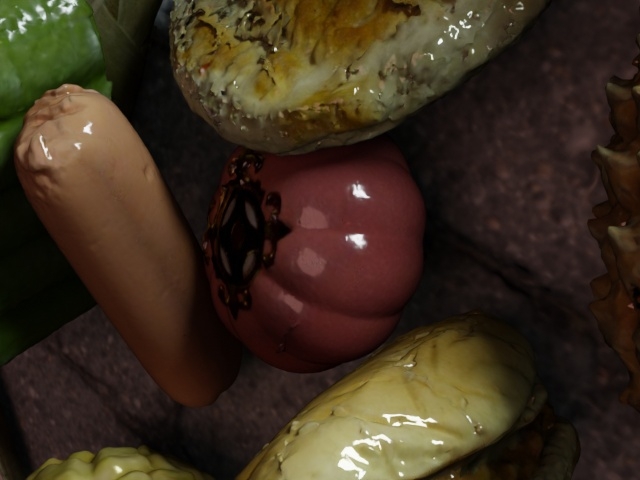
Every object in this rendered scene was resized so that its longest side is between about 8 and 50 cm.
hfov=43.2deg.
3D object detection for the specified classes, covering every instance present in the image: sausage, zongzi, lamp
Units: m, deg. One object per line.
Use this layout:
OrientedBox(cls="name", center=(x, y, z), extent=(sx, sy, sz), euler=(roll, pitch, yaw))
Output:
OrientedBox(cls="sausage", center=(-0.127, 0.018, 0.580), extent=(0.086, 0.086, 0.289), euler=(13, 141, 29))
OrientedBox(cls="zongzi", center=(-0.162, -0.146, 0.659), extent=(0.160, 0.078, 0.176), euler=(-20, 95, 39))
OrientedBox(cls="lamp", center=(0.000, 0.000, 0.552), extent=(0.182, 0.140, 0.182), euler=(-16, 70, 53))

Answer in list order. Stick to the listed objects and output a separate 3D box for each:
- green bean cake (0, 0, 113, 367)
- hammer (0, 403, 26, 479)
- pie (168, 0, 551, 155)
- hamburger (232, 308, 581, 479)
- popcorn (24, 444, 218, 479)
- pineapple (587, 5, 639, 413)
OrientedBox(cls="green bean cake", center=(-0.321, -0.076, 0.632), extent=(0.335, 0.218, 0.319), euler=(32, 138, 28))
OrientedBox(cls="hammer", center=(-0.362, 0.157, 0.854), extent=(0.168, 0.044, 0.440), euler=(-18, 90, 34))
OrientedBox(cls="pie", center=(0.020, -0.173, 0.495), extent=(0.274, 0.055, 0.274), euler=(-13, 61, 25))
OrientedBox(cls="hamburger", center=(0.026, 0.163, 0.477), extent=(0.144, 0.283, 0.259), euler=(46, 114, 7))
OrientedBox(cls="popcorn", center=(-0.178, 0.309, 0.679), extent=(0.332, 0.225, 0.265), euler=(-25, 73, 53))
OrientedBox(cls="pineapple", center=(0.220, -0.090, 0.379), extent=(0.223, 0.223, 0.357), euler=(-14, 72, 32))
